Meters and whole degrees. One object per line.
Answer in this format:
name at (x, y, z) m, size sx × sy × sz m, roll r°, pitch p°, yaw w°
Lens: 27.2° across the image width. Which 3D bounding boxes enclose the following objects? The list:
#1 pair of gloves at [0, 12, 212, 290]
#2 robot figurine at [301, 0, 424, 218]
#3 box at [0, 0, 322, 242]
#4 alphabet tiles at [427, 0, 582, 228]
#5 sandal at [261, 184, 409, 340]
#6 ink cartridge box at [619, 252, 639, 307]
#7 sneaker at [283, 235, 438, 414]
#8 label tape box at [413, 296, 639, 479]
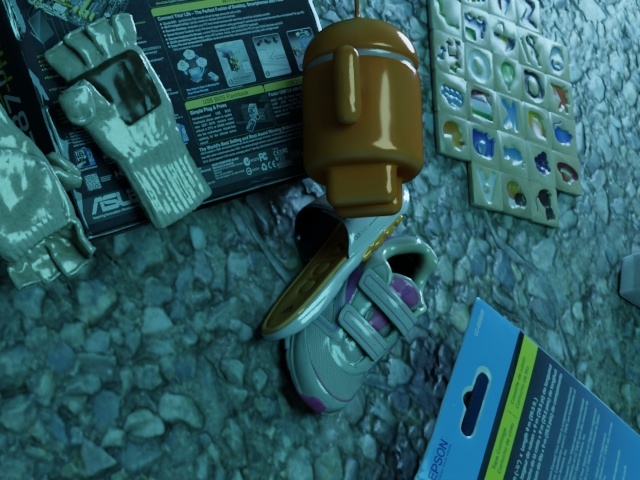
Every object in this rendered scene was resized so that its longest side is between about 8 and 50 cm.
pair of gloves at (-0.222, -0.082, 1.177) m, size 0.240 × 0.042 × 0.204 m, roll -28°, pitch 95°, yaw -36°
robot figurine at (0.043, -0.135, 1.377) m, size 0.158 × 0.128 × 0.220 m, roll 11°, pitch 71°, yaw -39°
box at (-0.157, -0.185, 1.356) m, size 0.394 × 0.097 × 0.318 m, roll -21°, pitch 93°, yaw -44°
alphabet tiles at (0.252, -0.194, 1.792) m, size 0.285 × 0.011 × 0.343 m, roll 13°, pitch 68°, yaw -40°
sandal at (0.007, -0.001, 1.439) m, size 0.076 × 0.102 × 0.265 m, roll 54°, pitch 50°, yaw -19°
ink cartridge box at (0.613, 0.078, 1.857) m, size 0.296 × 0.261 × 0.066 m, roll 29°, pitch 57°, yaw -32°
sneaker at (0.049, 0.077, 1.443) m, size 0.103 × 0.111 × 0.252 m, roll 44°, pitch 51°, yaw -23°
label tape box at (0.231, 0.269, 1.549) m, size 0.347 × 0.115 × 0.249 m, roll 39°, pitch 53°, yaw -23°
